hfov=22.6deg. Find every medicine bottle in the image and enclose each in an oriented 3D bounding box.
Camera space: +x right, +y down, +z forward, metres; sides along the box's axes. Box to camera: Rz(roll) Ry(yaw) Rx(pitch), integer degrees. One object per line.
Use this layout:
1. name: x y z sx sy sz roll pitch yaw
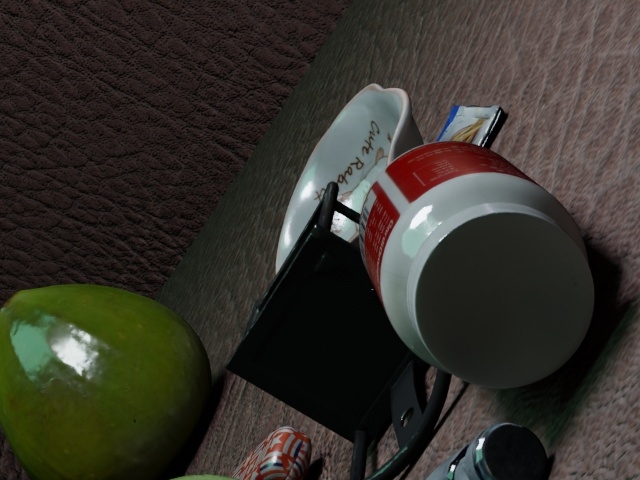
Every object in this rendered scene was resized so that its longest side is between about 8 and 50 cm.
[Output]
1. medicine bottle: 0.098 0.012 1.037 0.131 0.131 0.250 -59 9 7

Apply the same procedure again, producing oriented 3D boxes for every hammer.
1. hammer: 0.019 0.293 0.854 0.152 0.044 0.427 -49 14 55

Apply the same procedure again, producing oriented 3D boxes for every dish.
1. dish: 0.046 -0.035 1.503 0.229 0.081 0.229 -51 23 32

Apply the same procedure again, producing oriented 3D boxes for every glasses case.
1. glasses case: -0.058 0.234 1.459 0.194 0.049 0.073 -51 11 46

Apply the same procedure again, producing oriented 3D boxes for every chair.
1. chair: 0.020 0.077 1.263 0.154 0.141 0.260 -58 6 17

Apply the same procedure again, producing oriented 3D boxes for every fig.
1. fig: -0.306 0.192 2.141 0.316 0.316 0.316 -58 9 14

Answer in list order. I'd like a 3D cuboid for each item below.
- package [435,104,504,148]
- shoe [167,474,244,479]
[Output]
1. package: 0.108 -0.057 1.543 0.171 0.027 0.173 -60 13 -1
2. shoe: -0.057 0.277 0.976 0.128 0.140 0.262 8 92 56
